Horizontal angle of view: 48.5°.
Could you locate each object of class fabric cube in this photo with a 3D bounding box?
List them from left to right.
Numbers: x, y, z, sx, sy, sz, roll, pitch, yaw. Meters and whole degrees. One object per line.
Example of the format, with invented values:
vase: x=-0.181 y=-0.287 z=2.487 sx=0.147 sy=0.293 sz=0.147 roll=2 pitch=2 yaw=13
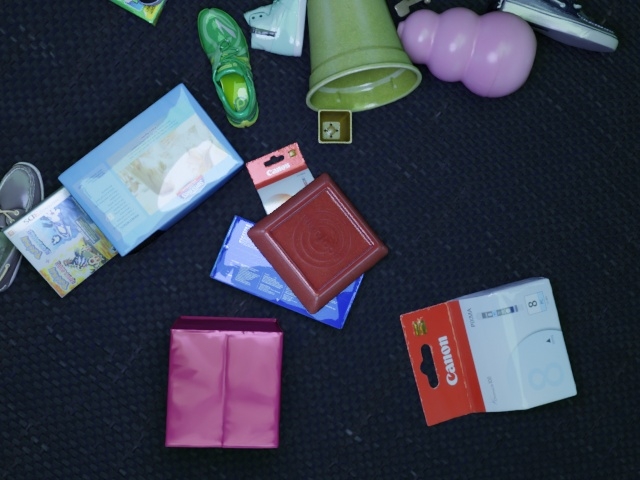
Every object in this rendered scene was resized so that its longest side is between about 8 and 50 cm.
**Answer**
fabric cube: x=-0.219 y=0.321 z=1.663 sx=0.259 sy=0.254 sz=0.258 roll=3 pitch=90 yaw=-5

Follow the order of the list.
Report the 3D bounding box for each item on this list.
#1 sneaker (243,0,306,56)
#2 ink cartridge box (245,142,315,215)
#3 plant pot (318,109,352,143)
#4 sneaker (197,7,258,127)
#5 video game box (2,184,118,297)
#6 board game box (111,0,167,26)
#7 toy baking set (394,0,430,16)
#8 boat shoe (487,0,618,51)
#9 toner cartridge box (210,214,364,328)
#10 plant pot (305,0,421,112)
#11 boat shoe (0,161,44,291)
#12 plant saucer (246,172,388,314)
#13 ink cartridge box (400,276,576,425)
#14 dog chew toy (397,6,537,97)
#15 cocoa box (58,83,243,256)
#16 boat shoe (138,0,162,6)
sneaker: x=-0.109 y=-0.583 z=1.727 sx=0.151 sy=0.094 sz=0.256 roll=5 pitch=90 yaw=-3
ink cartridge box: x=-0.085 y=-0.136 z=1.767 sx=0.145 sy=0.045 sz=0.179 roll=-23 pitch=96 yaw=-5
plant pot: x=0.032 y=-0.276 z=1.755 sx=0.081 sy=0.083 sz=0.081 roll=-1 pitch=92 yaw=-5
sneaker: x=-0.213 y=-0.421 z=1.705 sx=0.109 sy=0.123 sz=0.296 roll=-19 pitch=93 yaw=-5
video game box: x=-0.601 y=-0.003 z=1.671 sx=0.187 sy=0.048 sz=0.205 roll=-41 pitch=112 yaw=-14
board game box: x=-0.421 y=-0.708 z=1.700 sx=0.213 sy=0.046 sz=0.317 roll=28 pitch=94 yaw=-6
toy baking set: x=0.202 y=-0.654 z=1.731 sx=0.196 sy=0.030 sz=0.256 roll=-5 pitch=84 yaw=-43
boat shoe: x=0.605 y=-0.595 z=1.781 sx=0.340 sy=0.127 sz=0.158 roll=18 pitch=97 yaw=-5
toner cartridge box: x=-0.081 y=0.078 z=1.758 sx=0.347 sy=0.075 sz=0.165 roll=23 pitch=88 yaw=-6
plant pot: x=0.077 y=-0.469 z=1.685 sx=0.276 sy=0.276 sz=0.254 roll=-11 pitch=81 yaw=-6
boat shoe: x=-0.742 y=-0.029 z=1.674 sx=0.116 sy=0.097 sz=0.325 roll=19 pitch=90 yaw=-6
plant saucer: x=0.000 y=0.000 z=1.709 sx=0.259 sy=0.048 sz=0.258 roll=-38 pitch=88 yaw=-15
ink cartridge box: x=0.427 y=0.287 z=1.810 sx=0.384 sy=0.091 sz=0.308 roll=-15 pitch=93 yaw=-6
dog chew toy: x=0.347 y=-0.472 z=1.733 sx=0.331 sy=0.206 sz=0.207 roll=15 pitch=90 yaw=2
cocoa box: x=-0.376 y=-0.156 z=1.643 sx=0.347 sy=0.228 sz=0.231 roll=-38 pitch=95 yaw=-4
boat shoe: x=-0.372 y=-0.698 z=1.628 sx=0.113 sy=0.105 sz=0.306 roll=21 pitch=95 yaw=-7
